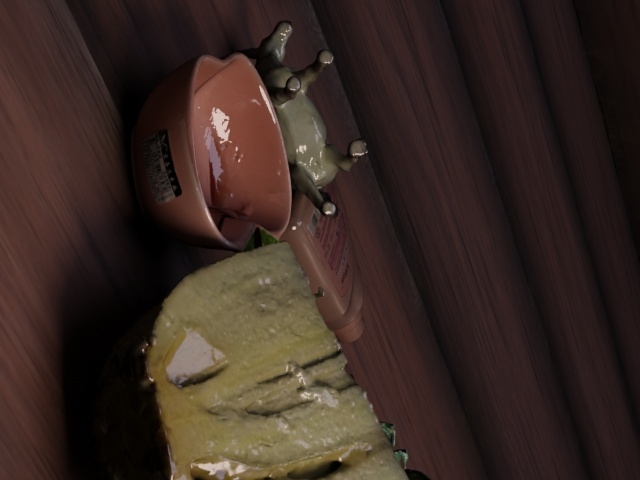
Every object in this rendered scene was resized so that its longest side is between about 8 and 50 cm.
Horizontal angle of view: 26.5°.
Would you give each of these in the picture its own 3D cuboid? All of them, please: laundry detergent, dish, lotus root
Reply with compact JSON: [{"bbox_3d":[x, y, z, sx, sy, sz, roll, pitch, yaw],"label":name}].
[{"bbox_3d":[0.000,0.000,1.529,0.237,0.076,0.171,59,32,-45],"label":"laundry detergent"},{"bbox_3d":[-0.111,-0.071,1.271,0.213,0.090,0.213,-9,90,-69],"label":"dish"},{"bbox_3d":[-0.084,0.166,1.138,0.260,0.149,0.267,-18,78,-53],"label":"lotus root"}]

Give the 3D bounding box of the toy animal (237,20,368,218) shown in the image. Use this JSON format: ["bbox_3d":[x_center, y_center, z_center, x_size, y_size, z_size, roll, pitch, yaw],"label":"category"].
[{"bbox_3d":[-0.025,-0.124,1.400,0.176,0.074,0.216,169,-96,-74],"label":"toy animal"}]

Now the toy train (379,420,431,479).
[{"bbox_3d":[0.010,0.322,1.296,0.120,0.202,0.300,33,51,-46],"label":"toy train"}]
